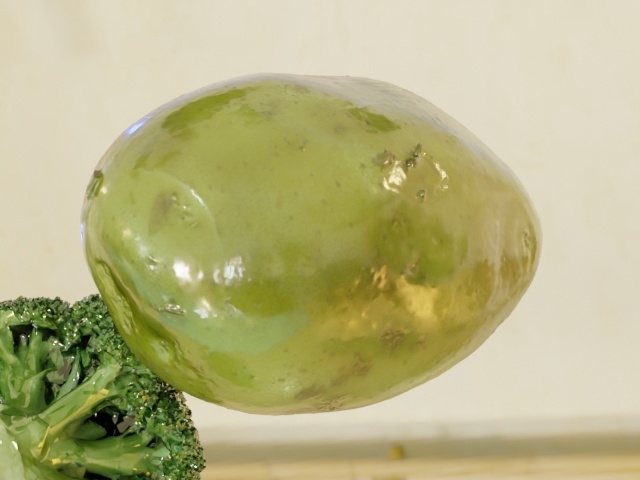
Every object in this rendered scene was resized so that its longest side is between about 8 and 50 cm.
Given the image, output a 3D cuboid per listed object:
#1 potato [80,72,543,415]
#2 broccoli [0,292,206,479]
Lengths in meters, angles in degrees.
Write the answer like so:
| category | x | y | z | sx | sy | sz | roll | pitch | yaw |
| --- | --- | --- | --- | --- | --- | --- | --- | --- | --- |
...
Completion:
| category | x | y | z | sx | sy | sz | roll | pitch | yaw |
| --- | --- | --- | --- | --- | --- | --- | --- | --- | --- |
| potato | -0.002 | 0.001 | 1.066 | 0.216 | 0.216 | 0.304 | 2 | 2 | 39 |
| broccoli | -0.168 | 0.123 | 1.103 | 0.195 | 0.195 | 0.156 | 0 | 8 | 31 |
